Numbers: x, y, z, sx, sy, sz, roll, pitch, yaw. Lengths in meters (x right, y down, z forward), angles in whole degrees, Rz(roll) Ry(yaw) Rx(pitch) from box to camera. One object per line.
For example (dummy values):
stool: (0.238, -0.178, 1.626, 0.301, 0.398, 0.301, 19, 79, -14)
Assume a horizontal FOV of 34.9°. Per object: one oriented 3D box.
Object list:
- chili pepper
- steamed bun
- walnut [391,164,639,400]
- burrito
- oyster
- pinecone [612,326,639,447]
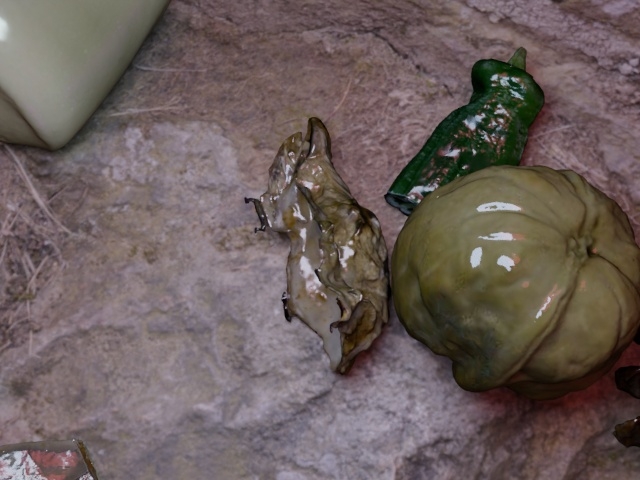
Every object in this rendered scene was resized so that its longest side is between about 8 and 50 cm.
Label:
chili pepper: (0.209, -0.137, 1.342, 0.136, 0.099, 0.270, 27, 78, 19)
steamed bun: (-0.445, -0.370, 1.338, 0.456, 0.290, 0.371, 28, 74, 10)
walnut: (0.229, 0.050, 1.173, 0.282, 0.277, 0.253, 2, 71, -14)
burrito: (-0.371, 0.283, 1.226, 0.226, 0.060, 0.087, -2, 70, -7)
oyster: (0.000, 0.005, 1.282, 0.133, 0.198, 0.337, -4, 55, -25)
pinecone: (0.460, 0.152, 1.170, 0.244, 0.244, 0.309, 9, 55, 4)
